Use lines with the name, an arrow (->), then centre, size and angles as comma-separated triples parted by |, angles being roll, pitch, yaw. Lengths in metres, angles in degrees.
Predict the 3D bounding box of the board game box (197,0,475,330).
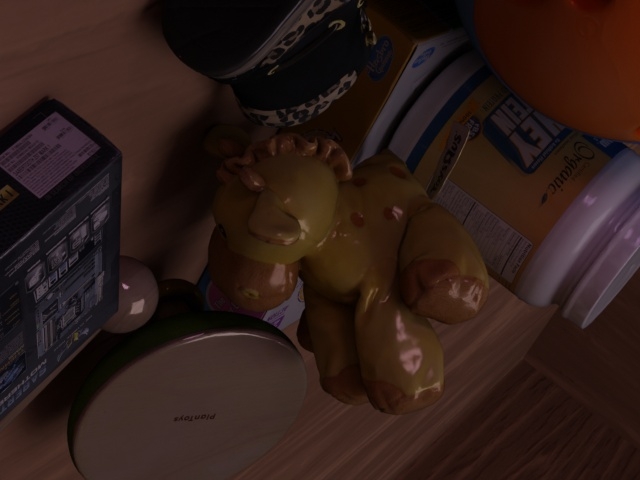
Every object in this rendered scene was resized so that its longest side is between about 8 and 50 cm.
board game box -> 0.036, -0.072, 1.193 | 0.242, 0.064, 0.316 | -28, 153, -56

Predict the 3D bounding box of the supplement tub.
supplement tub -> 0.162, -0.040, 1.119 | 0.144, 0.200, 0.144 | -47, 165, -17

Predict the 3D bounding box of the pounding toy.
pounding toy -> -0.129, 0.087, 1.062 | 0.183, 0.110, 0.237 | -44, 138, 15

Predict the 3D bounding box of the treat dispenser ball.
treat dispenser ball -> 0.231, -0.210, 1.001 | 0.288, 0.288, 0.288 | -47, 165, -17

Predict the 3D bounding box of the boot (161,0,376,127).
boot -> 0.015, -0.170, 0.864 | 0.236, 0.085, 0.178 | -44, 167, -1

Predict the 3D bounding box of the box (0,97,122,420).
box -> -0.206, 0.054, 0.782 | 0.233, 0.059, 0.183 | -44, 164, -27

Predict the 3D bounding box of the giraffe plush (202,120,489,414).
giraffe plush -> 0.000, 0.000, 0.969 | 0.170, 0.181, 0.210 | 15, 87, -32
